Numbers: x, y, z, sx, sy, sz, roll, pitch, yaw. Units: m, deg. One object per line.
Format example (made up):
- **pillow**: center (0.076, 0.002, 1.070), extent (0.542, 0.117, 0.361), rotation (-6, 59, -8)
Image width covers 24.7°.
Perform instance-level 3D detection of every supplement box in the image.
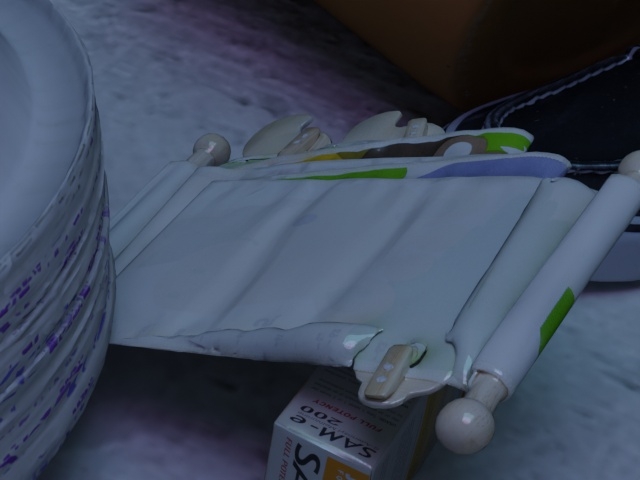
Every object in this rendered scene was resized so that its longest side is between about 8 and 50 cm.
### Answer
- **supplement box**: center (0.018, 0.058, 0.491), extent (0.036, 0.062, 0.098), rotation (24, 42, 16)

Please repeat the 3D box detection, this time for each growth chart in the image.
- **growth chart**: center (0.000, 0.000, 0.511), extent (0.237, 0.021, 0.172), rotation (4, 35, 41)

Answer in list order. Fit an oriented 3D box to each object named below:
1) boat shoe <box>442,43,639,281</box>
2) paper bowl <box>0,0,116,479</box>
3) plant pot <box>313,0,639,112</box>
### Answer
- **boat shoe**: center (0.185, -0.062, 0.628), extent (0.301, 0.102, 0.108), rotation (-8, 44, -19)
- **paper bowl**: center (-0.208, -0.022, 0.438), extent (0.284, 0.148, 0.284), rotation (0, 38, 0)
- **plant pot**: center (0.079, -0.192, 0.649), extent (0.291, 0.291, 0.203), rotation (-21, 66, -31)
